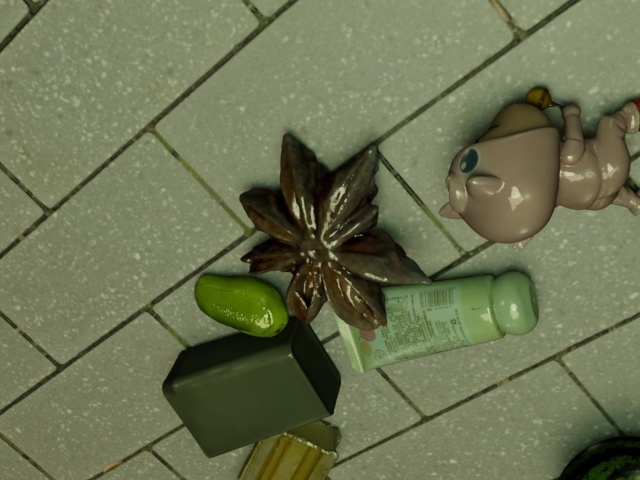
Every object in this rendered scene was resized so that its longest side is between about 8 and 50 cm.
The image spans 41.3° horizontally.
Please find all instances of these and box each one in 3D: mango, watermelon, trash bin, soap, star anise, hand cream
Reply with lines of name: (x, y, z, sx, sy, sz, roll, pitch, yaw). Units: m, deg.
mango: (-0.123, 0.098, 1.341, 0.165, 0.074, 0.091, 22, 97, 21)
watermelon: (0.485, 0.436, 1.290, 0.269, 0.269, 0.269, 6, 122, 10)
trash bin: (-0.109, 0.234, 1.395, 0.240, 0.122, 0.164, -22, 113, 22)
soap: (-0.063, 0.405, 1.512, 0.135, 0.076, 0.233, 24, 122, -2)
star anise: (0.016, -0.005, 1.212, 0.315, 0.108, 0.315, 7, 110, 21)
hand cream: (0.168, 0.117, 1.271, 0.306, 0.093, 0.147, -13, 107, 22)

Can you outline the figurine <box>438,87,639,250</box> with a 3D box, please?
figurine: (0.293, -0.096, 1.098, 0.287, 0.186, 0.176, -10, 160, -3)
